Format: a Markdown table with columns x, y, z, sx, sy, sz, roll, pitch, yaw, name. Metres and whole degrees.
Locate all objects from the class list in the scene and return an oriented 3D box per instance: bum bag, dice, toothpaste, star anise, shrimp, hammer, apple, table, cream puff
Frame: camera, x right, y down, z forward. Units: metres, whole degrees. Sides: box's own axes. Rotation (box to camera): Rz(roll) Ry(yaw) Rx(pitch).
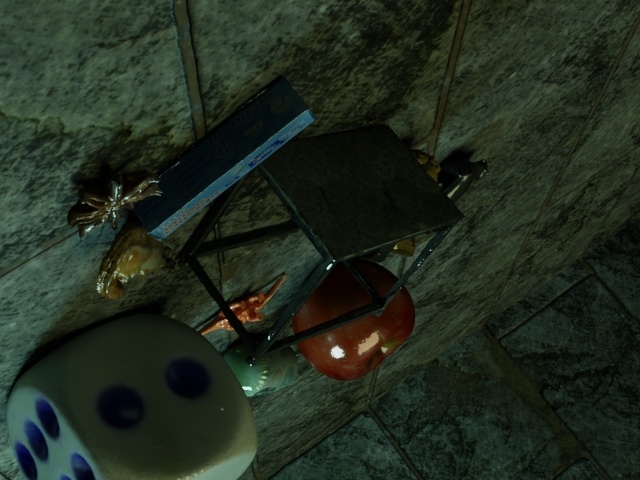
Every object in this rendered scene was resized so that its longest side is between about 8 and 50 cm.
| x | y | z | sx | sy | sz | roll | pitch | yaw | name |
| --- | --- | --- | --- | --- | --- | --- | --- | --- | --- |
| 0.207 | -0.073 | 2.168 | 0.326 | 0.079 | 0.142 | -39 | 170 | -5 | bum bag |
| -0.310 | 0.314 | 1.771 | 0.304 | 0.304 | 0.277 | -21 | 156 | -40 | dice |
| -0.133 | -0.109 | 1.452 | 0.272 | 0.066 | 0.053 | -38 | 163 | 3 | toothpaste |
| -0.268 | -0.054 | 1.371 | 0.141 | 0.042 | 0.141 | -31 | 168 | -7 | star anise |
| -0.271 | 0.034 | 1.544 | 0.117 | 0.066 | 0.262 | -51 | 168 | -7 | shrimp |
| -0.213 | 0.335 | 2.341 | 0.335 | 0.119 | 0.206 | -36 | 163 | 17 | hammer |
| 0.068 | 0.156 | 2.233 | 0.260 | 0.216 | 0.260 | -33 | 160 | -14 | apple |
| 0.000 | 0.000 | 1.722 | 0.335 | 0.222 | 0.272 | -15 | 150 | -48 | table |
| 0.152 | -0.112 | 1.915 | 0.119 | 0.104 | 0.133 | -10 | 169 | 31 | cream puff |

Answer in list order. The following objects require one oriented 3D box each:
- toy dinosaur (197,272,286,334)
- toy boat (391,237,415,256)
| x | y | z | sx | sy | sz | roll | pitch | yaw | name |
| --- | --- | --- | --- | --- | --- | --- | --- | --- | --- |
| -0.166 | 0.147 | 2.029 | 0.280 | 0.055 | 0.101 | -29 | -177 | -31 | toy dinosaur |
| 0.172 | 0.003 | 2.335 | 0.047 | 0.049 | 0.149 | 1 | 172 | 25 | toy boat |
